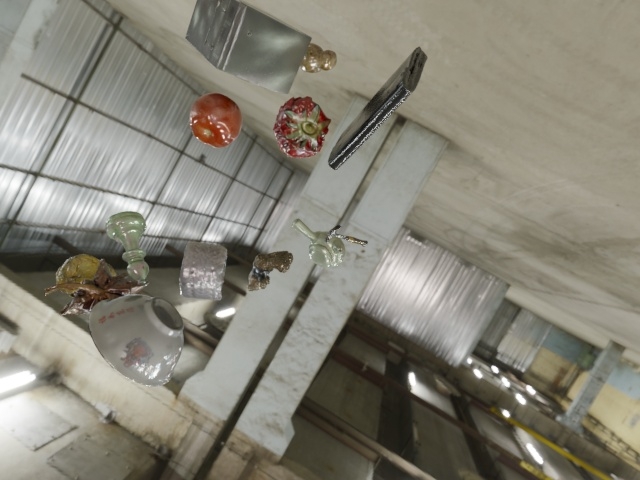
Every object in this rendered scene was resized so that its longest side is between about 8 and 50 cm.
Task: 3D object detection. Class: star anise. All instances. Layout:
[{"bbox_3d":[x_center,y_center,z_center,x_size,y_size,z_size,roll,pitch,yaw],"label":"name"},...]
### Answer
[{"bbox_3d":[-0.873,0.208,1.778,0.350,0.109,0.292,27,-139,7],"label":"star anise"}]

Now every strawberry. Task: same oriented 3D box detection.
[{"bbox_3d":[-0.067,-0.362,1.430,0.187,0.184,0.201,55,-179,-22],"label":"strawberry"}]

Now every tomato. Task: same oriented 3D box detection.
[{"bbox_3d":[-0.411,-0.479,1.776,0.208,0.184,0.208,13,142,10],"label":"tomato"}]

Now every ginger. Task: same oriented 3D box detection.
[{"bbox_3d":[-0.076,-0.900,2.169,0.304,0.155,0.244,5,-161,-21],"label":"ginger"}]

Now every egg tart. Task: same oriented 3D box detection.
[{"bbox_3d":[-1.003,0.141,1.918,0.232,0.098,0.252,-13,-128,-29],"label":"egg tart"}]

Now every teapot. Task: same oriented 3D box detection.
[{"bbox_3d":[-0.017,0.021,2.380,0.318,0.220,0.149,33,-137,10],"label":"teapot"}]

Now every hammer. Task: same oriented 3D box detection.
[{"bbox_3d":[0.108,-0.010,1.707,0.201,0.078,0.021,14,-154,-39],"label":"hammer"}]

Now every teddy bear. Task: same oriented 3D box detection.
[{"bbox_3d":[-0.233,0.115,1.925,0.129,0.251,0.182,47,-157,-7],"label":"teddy bear"}]

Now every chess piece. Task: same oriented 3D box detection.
[{"bbox_3d":[-0.668,0.039,1.598,0.139,0.139,0.271,22,-140,-63],"label":"chess piece"}]

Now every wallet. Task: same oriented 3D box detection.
[{"bbox_3d":[0.169,-0.399,1.402,0.062,0.228,0.406,35,141,-11],"label":"wallet"}]

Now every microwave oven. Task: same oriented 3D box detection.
[{"bbox_3d":[-0.286,-0.788,1.747,0.374,0.236,0.432,8,-150,-37],"label":"microwave oven"}]

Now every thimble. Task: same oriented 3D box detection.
[{"bbox_3d":[-0.453,0.125,1.755,0.157,0.245,0.217,9,-138,-8],"label":"thimble"}]

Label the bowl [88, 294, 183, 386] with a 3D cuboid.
[{"bbox_3d":[-0.554,0.286,1.462,0.345,0.157,0.345,49,-173,-9],"label":"bowl"}]
